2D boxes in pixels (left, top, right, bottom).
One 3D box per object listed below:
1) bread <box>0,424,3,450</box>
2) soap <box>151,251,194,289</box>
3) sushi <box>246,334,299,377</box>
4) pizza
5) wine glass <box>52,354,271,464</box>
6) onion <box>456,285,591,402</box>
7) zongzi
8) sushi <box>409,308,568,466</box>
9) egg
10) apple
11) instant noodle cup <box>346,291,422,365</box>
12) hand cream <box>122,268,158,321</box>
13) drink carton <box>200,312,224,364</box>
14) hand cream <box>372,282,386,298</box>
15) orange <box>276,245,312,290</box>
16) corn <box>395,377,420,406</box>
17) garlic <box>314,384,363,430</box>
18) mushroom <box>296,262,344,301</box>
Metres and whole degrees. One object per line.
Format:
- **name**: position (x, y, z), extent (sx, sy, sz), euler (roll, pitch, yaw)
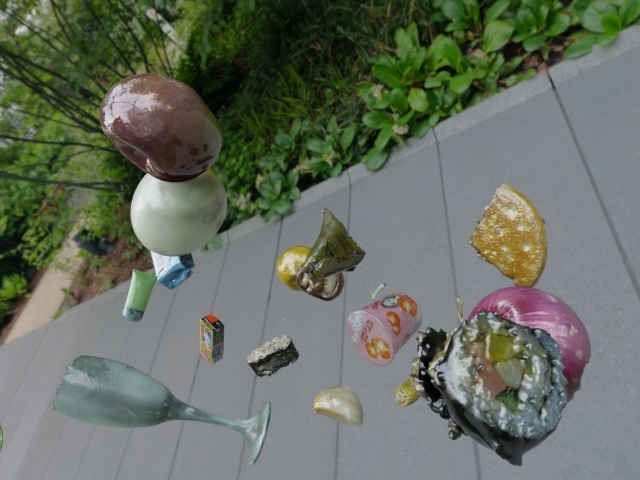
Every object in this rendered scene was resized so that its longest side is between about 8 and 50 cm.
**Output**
- **bread**: position (-0.847, 0.477, 0.907), extent (0.033, 0.228, 0.228), euler (125, 154, -47)
- **soap**: position (-0.568, 0.032, 1.537), extent (0.156, 0.077, 0.293), euler (-33, 64, 25)
- **sushi**: position (-0.143, 0.345, 1.220), extent (0.150, 0.078, 0.090), euler (-26, 14, 9)
- **pizza**: position (0.703, -0.003, 1.526), extent (0.277, 0.114, 0.409), euler (-20, 86, 48)
- **wine glass**: position (-0.235, 0.215, 0.710), extent (0.264, 0.309, 0.096), euler (-84, 17, -54)
- **onion**: position (0.523, 0.300, 1.135), extent (0.344, 0.358, 0.358), euler (9, 61, 10)
- **zongzi**: position (0.000, 0.000, 1.514), extent (0.289, 0.260, 0.123), euler (57, 136, 20)
- **sushi**: position (0.277, 0.244, 0.715), extent (0.225, 0.238, 0.219), euler (-47, 4, -25)
- **egg**: position (-0.467, -0.091, 1.333), extent (0.345, 0.283, 0.283), euler (-52, 33, 31)
- **apple**: position (-0.415, -0.302, 1.089), extent (0.305, 0.306, 0.235), euler (10, 63, 50)
- **instant noodle cup**: position (0.268, 0.343, 1.650), extent (0.231, 0.243, 0.243), euler (-26, 20, -37)
- **hand cream**: position (-0.640, 0.197, 1.434), extent (0.046, 0.095, 0.175), euler (-11, 62, 41)
- **drink carton**: position (-0.351, 0.320, 1.323), extent (0.071, 0.056, 0.166), euler (34, 130, 27)
- **hand cream**: position (0.271, 0.231, 1.891), extent (0.102, 0.022, 0.035), euler (-54, 22, 35)
- **orange**: position (-0.110, 0.161, 2.293), extent (0.279, 0.279, 0.235), euler (-30, 46, 26)
- **corn**: position (0.345, 0.514, 1.447), extent (0.080, 0.231, 0.080), euler (9, 103, 40)
- **garlic**: position (0.093, 0.719, 1.748), extent (0.164, 0.245, 0.145), euler (-54, 11, 19)
- **mushroom**: position (0.002, 0.179, 1.932), extent (0.194, 0.231, 0.138), euler (-56, 4, -6)
